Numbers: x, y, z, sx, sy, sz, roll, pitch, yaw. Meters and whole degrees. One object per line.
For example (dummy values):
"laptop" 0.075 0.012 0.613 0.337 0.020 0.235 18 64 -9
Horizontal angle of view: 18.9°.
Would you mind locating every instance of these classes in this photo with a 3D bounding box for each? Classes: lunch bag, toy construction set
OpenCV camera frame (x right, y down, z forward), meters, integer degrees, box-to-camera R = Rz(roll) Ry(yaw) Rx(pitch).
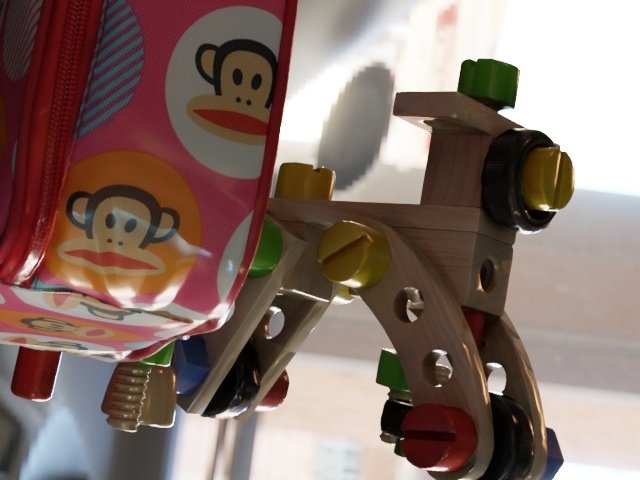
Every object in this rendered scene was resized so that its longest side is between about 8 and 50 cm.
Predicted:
"lunch bag" -0.089 -0.084 0.847 0.293 0.120 0.258 151 -50 -70
"toy construction set" 0.000 0.000 1.084 0.257 0.309 0.237 12 -91 63
